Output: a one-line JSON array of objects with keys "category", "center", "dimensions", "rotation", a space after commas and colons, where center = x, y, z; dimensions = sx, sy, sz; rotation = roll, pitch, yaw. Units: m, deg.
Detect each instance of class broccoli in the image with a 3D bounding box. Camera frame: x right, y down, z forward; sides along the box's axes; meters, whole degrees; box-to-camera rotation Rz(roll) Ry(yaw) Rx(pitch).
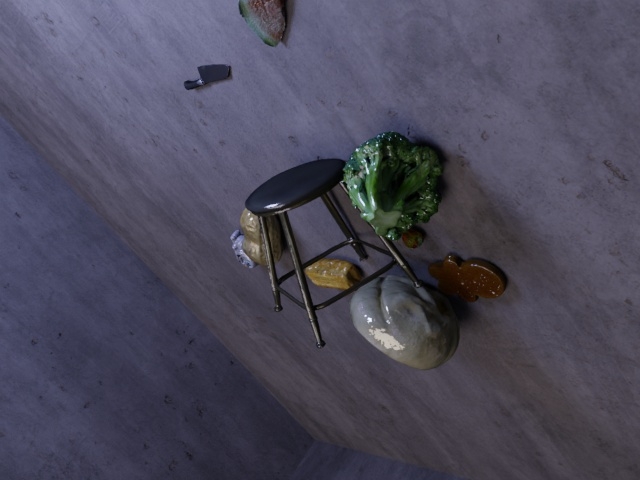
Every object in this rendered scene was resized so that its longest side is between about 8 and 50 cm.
[{"category": "broccoli", "center": [0.177, -0.134, 1.554], "dimensions": [0.265, 0.245, 0.294], "rotation": [-9, 141, 26]}]

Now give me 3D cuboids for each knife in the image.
[{"category": "knife", "center": [-0.340, -0.494, 1.844], "dimensions": [0.231, 0.028, 0.060], "rotation": [1, 121, 45]}]

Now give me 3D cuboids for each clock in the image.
[{"category": "clock", "center": [-0.276, 0.042, 2.444], "dimensions": [0.117, 0.080, 0.176], "rotation": [18, 143, 31]}]

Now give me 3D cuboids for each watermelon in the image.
[{"category": "watermelon", "center": [-0.132, -0.548, 1.497], "dimensions": [0.094, 0.081, 0.180], "rotation": [14, 161, 10]}]

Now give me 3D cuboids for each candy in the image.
[{"category": "candy", "center": [0.218, -0.042, 1.825], "dimensions": [0.201, 0.060, 0.060], "rotation": [36, 151, 24]}]

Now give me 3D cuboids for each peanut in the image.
[{"category": "peanut", "center": [-0.216, -0.016, 2.238], "dimensions": [0.152, 0.152, 0.313], "rotation": [27, 146, 20]}]

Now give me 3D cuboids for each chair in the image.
[{"category": "chair", "center": [0.000, 0.000, 1.796], "dimensions": [0.365, 0.362, 0.410], "rotation": [24, 141, 64]}]

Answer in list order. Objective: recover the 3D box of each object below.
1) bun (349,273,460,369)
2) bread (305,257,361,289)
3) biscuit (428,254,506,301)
[{"category": "bun", "center": [0.273, 0.230, 1.903], "dimensions": [0.365, 0.365, 0.219], "rotation": [35, 107, 6]}, {"category": "bread", "center": [0.047, 0.118, 2.188], "dimensions": [0.211, 0.083, 0.114], "rotation": [7, 142, 43]}, {"category": "biscuit", "center": [0.430, 0.112, 1.802], "dimensions": [0.236, 0.039, 0.179], "rotation": [0, 131, 47]}]
